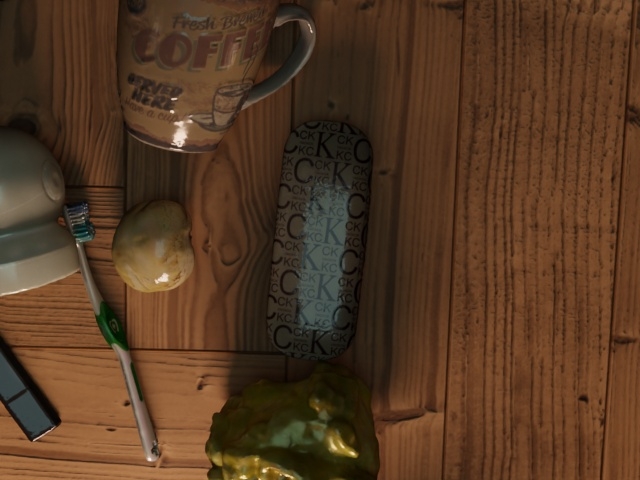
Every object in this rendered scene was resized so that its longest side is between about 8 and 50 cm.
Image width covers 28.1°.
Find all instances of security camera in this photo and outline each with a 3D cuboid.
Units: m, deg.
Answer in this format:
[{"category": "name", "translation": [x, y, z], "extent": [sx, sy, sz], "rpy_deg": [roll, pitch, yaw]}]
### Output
[{"category": "security camera", "translation": [-0.460, -0.046, 1.835], "extent": [0.194, 0.194, 0.236], "rpy_deg": [-14, 98, 2]}]

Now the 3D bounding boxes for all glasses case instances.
[{"category": "glasses case", "translation": [0.000, 0.000, 1.886], "extent": [0.137, 0.085, 0.355], "rpy_deg": [5, 91, 4]}]

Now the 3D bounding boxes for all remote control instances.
[{"category": "remote control", "translation": [-0.489, 0.200, 1.959], "extent": [0.063, 0.025, 0.245], "rpy_deg": [-34, 99, 1]}]

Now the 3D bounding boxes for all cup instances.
[{"category": "cup", "translation": [-0.152, -0.263, 1.816], "extent": [0.301, 0.227, 0.257], "rpy_deg": [1, 116, -30]}]

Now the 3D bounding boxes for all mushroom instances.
[{"category": "mushroom", "translation": [-0.244, 0.008, 1.884], "extent": [0.148, 0.112, 0.148], "rpy_deg": [8, 102, 43]}]

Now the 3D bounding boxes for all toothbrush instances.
[{"category": "toothbrush", "translation": [-0.317, 0.142, 1.943], "extent": [0.040, 0.042, 0.418], "rpy_deg": [-11, 100, 21]}]

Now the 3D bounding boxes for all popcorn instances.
[{"category": "popcorn", "translation": [-0.039, 0.316, 1.895], "extent": [0.250, 0.235, 0.242], "rpy_deg": [-10, 57, 11]}]
